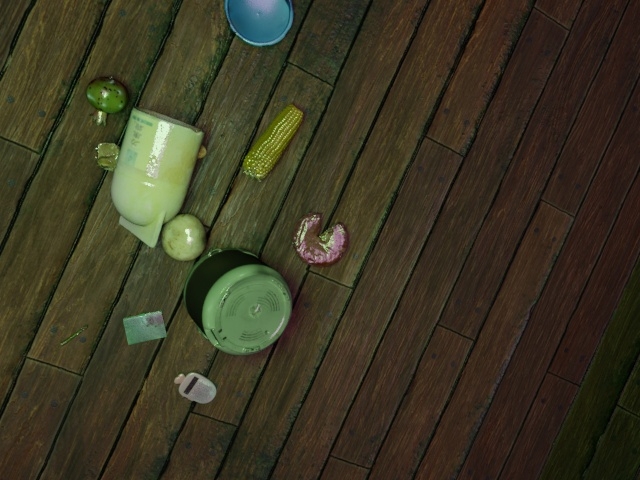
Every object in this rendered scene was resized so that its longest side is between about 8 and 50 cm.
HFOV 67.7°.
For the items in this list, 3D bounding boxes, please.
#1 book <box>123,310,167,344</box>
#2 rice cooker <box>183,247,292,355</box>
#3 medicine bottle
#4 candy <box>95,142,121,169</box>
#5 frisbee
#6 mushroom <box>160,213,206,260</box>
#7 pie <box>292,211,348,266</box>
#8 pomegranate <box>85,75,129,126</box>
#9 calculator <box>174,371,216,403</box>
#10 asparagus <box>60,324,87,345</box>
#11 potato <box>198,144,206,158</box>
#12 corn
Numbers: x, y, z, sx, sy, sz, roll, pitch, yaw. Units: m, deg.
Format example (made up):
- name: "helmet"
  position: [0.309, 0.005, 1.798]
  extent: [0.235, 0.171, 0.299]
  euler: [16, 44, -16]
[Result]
- name: "book"
  position: [-0.632, 0.312, 1.717]
  extent: [0.134, 0.017, 0.103]
  euler: [-10, 99, -12]
- name: "rice cooker"
  position: [-0.287, 0.204, 1.631]
  extent: [0.335, 0.325, 0.336]
  euler: [-9, 107, -30]
- name: "medicine bottle"
  position: [-0.548, -0.203, 1.559]
  extent: [0.235, 0.236, 0.407]
  euler: [18, 101, -14]
- name: "candy"
  position: [-0.691, -0.277, 1.587]
  extent: [0.085, 0.110, 0.096]
  euler: [7, 84, 4]
- name: "frisbee"
  position: [-0.215, -0.801, 1.668]
  extent: [0.241, 0.045, 0.242]
  euler: [-2, 98, -13]
- name: "mushroom"
  position: [-0.475, -0.010, 1.665]
  extent: [0.166, 0.127, 0.167]
  euler: [0, 89, 9]
- name: "pie"
  position: [0.000, 0.000, 1.808]
  extent: [0.218, 0.054, 0.205]
  euler: [9, 94, -14]
- name: "pomegranate"
  position: [-0.699, -0.461, 1.569]
  extent: [0.129, 0.159, 0.130]
  euler: [13, 50, -15]
- name: "calculator"
  position: [-0.467, 0.547, 1.781]
  extent: [0.165, 0.024, 0.103]
  euler: [36, 88, -17]
- name: "asparagus"
  position: [-0.859, 0.331, 1.668]
  extent: [0.114, 0.015, 0.014]
  euler: [-37, 101, -6]
- name: "potato"
  position: [-0.440, -0.317, 1.667]
  extent: [0.062, 0.068, 0.083]
  euler: [-40, 89, 34]
- name: "corn"
  position: [-0.168, -0.353, 1.704]
  extent: [0.106, 0.106, 0.305]
  euler: [34, 84, -14]
